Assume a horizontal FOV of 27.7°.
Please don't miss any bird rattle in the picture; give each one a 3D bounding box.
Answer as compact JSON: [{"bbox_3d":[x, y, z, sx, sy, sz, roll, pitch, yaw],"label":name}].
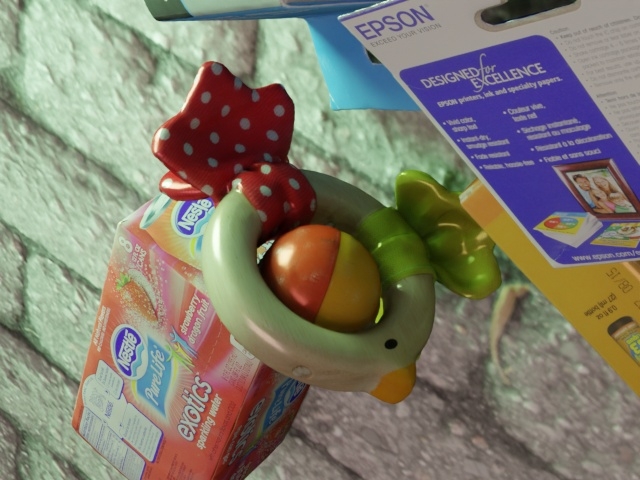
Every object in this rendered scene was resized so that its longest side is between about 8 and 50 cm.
[{"bbox_3d":[0.000,0.000,0.861,0.253,0.207,0.143,30,131,-19],"label":"bird rattle"}]

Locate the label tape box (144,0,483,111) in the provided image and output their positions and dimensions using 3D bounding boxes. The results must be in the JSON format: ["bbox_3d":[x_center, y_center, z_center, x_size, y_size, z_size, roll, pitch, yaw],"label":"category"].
[{"bbox_3d":[-0.050,-0.208,0.761,0.348,0.115,0.249,65,163,-17],"label":"label tape box"}]

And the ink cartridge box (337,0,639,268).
[{"bbox_3d":[0.146,-0.070,0.621,0.206,0.045,0.208,-7,137,47],"label":"ink cartridge box"}]

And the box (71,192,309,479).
[{"bbox_3d":[-0.092,0.087,1.077,0.154,0.142,0.300,38,139,14],"label":"box"}]

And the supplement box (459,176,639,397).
[{"bbox_3d":[0.200,0.025,0.807,0.233,0.080,0.078,49,142,3],"label":"supplement box"}]
